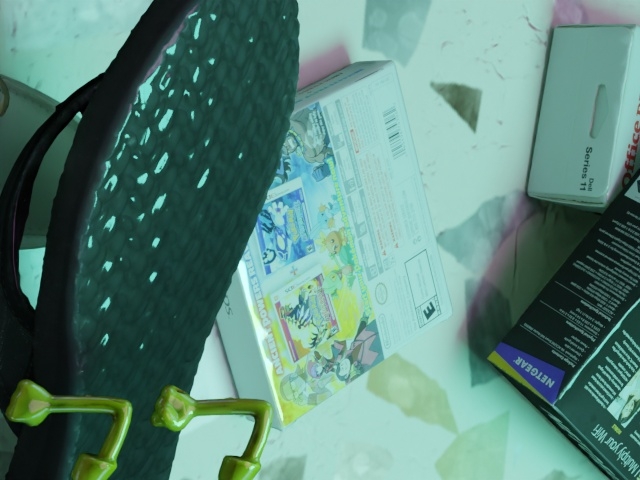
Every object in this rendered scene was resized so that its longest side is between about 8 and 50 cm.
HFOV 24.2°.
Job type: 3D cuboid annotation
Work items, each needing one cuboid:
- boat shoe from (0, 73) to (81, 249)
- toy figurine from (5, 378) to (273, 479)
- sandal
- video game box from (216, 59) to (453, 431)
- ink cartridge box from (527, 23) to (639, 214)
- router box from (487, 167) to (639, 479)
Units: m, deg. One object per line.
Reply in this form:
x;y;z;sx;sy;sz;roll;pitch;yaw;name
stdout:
-0.221;-0.056;0.791;0.302;0.103;0.113;15;85;-44;boat shoe
-0.206;0.173;0.763;0.362;0.217;0.191;0;77;-13;toy figurine
-0.130;0.033;0.816;0.167;0.107;0.446;-28;143;-57;sandal
0.000;0.000;1.047;0.187;0.048;0.205;-31;115;-39;video game box
0.280;-0.090;1.276;0.208;0.087;0.153;12;87;-44;ink cartridge box
0.303;0.088;1.252;0.243;0.081;0.309;-51;136;-4;router box
